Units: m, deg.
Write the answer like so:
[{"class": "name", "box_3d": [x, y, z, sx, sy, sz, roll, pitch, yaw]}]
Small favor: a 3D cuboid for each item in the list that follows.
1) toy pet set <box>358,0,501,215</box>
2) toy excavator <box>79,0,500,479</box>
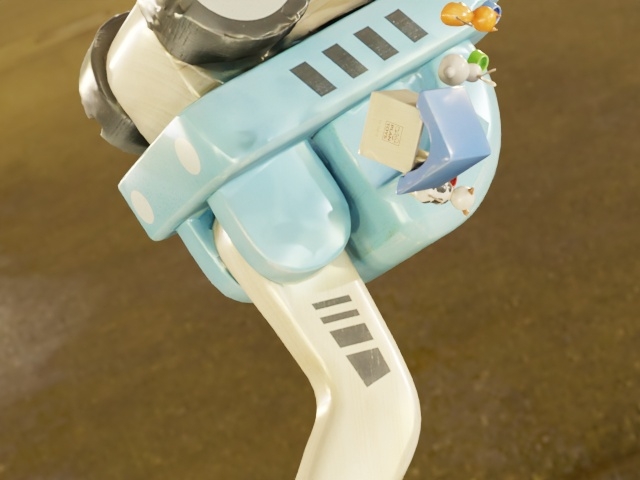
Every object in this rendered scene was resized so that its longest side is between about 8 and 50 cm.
[{"class": "toy pet set", "box_3d": [0.083, -0.071, 0.944, 0.065, 0.122, 0.114, 24, 21, 33]}, {"class": "toy excavator", "box_3d": [0.000, 0.000, 1.107, 0.433, 0.445, 0.222, -33, -3, -28]}]
